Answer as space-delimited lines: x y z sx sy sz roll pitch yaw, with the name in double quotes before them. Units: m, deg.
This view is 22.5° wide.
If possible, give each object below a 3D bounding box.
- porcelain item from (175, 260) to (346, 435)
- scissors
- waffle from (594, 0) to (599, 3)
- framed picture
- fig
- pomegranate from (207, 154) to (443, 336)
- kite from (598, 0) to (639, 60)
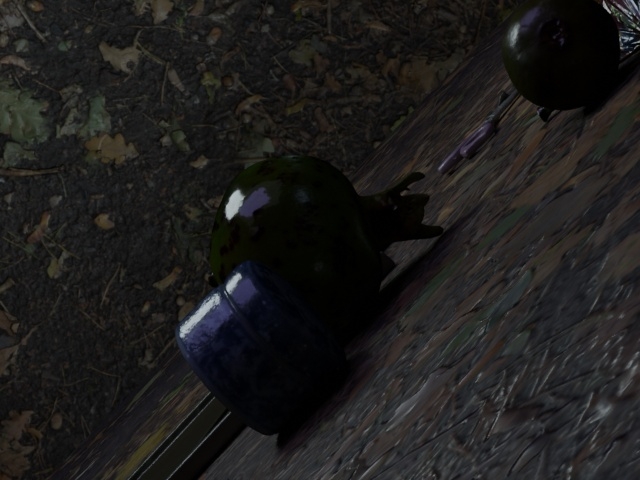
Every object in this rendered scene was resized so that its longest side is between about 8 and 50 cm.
"porcelain item" -0.054 0.101 1.559 0.114 0.147 0.147 -43 5 5
"scissors" 0.229 -0.162 2.192 0.110 0.021 0.212 -37 10 49
"waffle" 0.386 -0.353 1.841 0.325 0.068 0.302 -60 4 -22
"framed picture" -0.105 0.193 1.963 0.446 0.028 0.326 -46 5 -15
"fig" 0.256 -0.174 1.704 0.124 0.124 0.236 -46 -19 -8
"pomegranate" 0.000 0.000 1.743 0.263 0.211 0.211 -22 6 3
"kite" 0.318 -0.262 1.737 0.189 0.009 0.232 -120 37 -55
